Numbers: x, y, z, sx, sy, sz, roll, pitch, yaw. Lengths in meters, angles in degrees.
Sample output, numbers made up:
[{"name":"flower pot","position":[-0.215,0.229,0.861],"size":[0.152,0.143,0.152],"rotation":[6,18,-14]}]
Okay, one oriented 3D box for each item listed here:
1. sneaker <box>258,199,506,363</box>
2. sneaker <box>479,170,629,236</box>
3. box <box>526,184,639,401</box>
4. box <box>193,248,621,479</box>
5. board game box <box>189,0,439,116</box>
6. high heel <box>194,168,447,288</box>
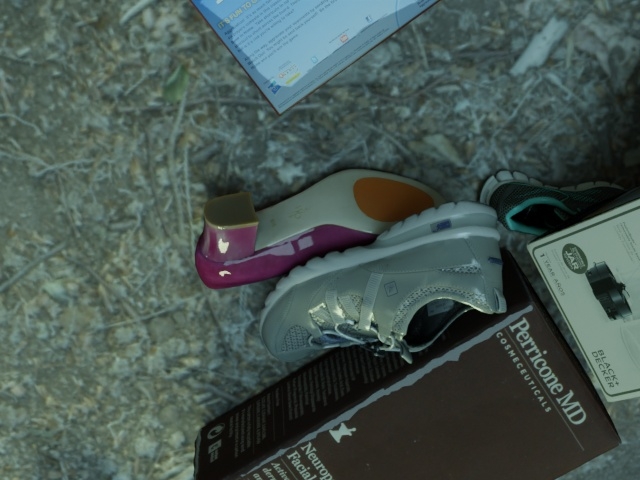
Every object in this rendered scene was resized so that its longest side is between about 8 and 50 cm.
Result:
[{"name":"sneaker","position":[0.050,0.065,1.110],"size":[0.105,0.115,0.281],"rotation":[11,148,-45]},{"name":"sneaker","position":[0.239,-0.021,1.150],"size":[0.166,0.076,0.065],"rotation":[4,113,-5]},{"name":"box","position":[0.322,0.023,0.977],"size":[0.087,0.290,0.169],"rotation":[-28,89,-33]},{"name":"box","position":[0.082,0.198,1.200],"size":[0.381,0.143,0.191],"rotation":[-33,110,8]},{"name":"board game box","position":[0.032,-0.250,1.073],"size":[0.281,0.027,0.145],"rotation":[-34,111,11]},{"name":"high heel","position":[0.000,0.000,1.163],"size":[0.244,0.082,0.117],"rotation":[-9,146,-14]}]
